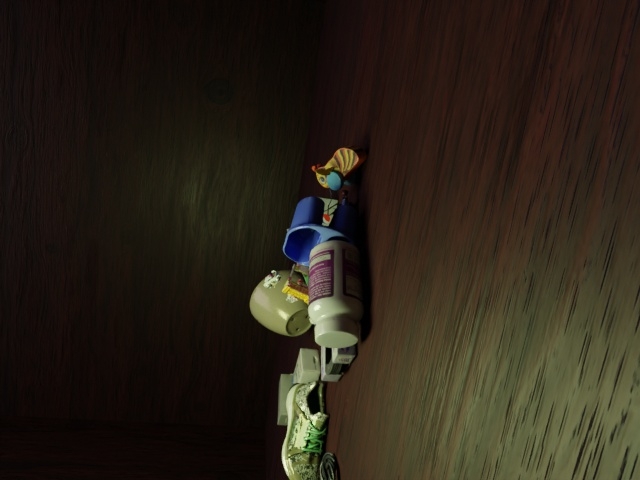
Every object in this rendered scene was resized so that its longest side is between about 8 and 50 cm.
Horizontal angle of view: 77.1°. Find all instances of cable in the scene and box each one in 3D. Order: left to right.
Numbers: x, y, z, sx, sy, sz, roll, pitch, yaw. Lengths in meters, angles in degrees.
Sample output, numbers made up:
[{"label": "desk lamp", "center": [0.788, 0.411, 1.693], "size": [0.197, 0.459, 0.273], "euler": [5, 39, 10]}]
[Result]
[{"label": "cable", "center": [0.030, 0.773, 1.277], "size": [0.184, 0.047, 0.150], "euler": [166, 116, -83]}]

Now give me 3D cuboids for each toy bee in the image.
[{"label": "toy bee", "center": [0.039, -0.249, 1.485], "size": [0.298, 0.162, 0.195], "euler": [-50, -18, 25]}]

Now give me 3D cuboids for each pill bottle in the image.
[{"label": "pill bottle", "center": [0.047, 0.163, 1.226], "size": [0.169, 0.170, 0.301], "euler": [110, 165, -52]}]

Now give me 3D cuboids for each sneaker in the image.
[{"label": "sneaker", "center": [-0.039, 0.701, 1.480], "size": [0.182, 0.158, 0.410], "euler": [-51, 34, 39]}]

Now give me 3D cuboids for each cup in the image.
[{"label": "cup", "center": [-0.160, 0.348, 2.040], "size": [0.237, 0.331, 0.330], "euler": [40, 126, 48]}]

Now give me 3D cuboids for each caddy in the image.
[{"label": "caddy", "center": [0.000, 0.000, 1.413], "size": [0.341, 0.242, 0.179], "euler": [114, 169, -64]}]

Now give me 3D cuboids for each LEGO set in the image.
[{"label": "LEGO set", "center": [-0.046, 0.173, 1.357], "size": [0.132, 0.287, 0.107], "euler": [-20, 40, 38]}]

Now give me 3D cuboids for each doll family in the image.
[{"label": "doll family", "center": [0.090, -0.108, 1.493], "size": [0.193, 0.076, 0.111], "euler": [126, 154, -61]}]

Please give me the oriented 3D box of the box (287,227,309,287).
[{"label": "box", "center": [-0.074, 0.105, 1.909], "size": [0.232, 0.059, 0.321], "euler": [-121, 9, -74]}]

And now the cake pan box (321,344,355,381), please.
[{"label": "cake pan box", "center": [0.056, 0.322, 1.369], "size": [0.245, 0.070, 0.266], "euler": [106, 168, -52]}]

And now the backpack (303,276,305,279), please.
[{"label": "backpack", "center": [-0.144, 0.290, 2.344], "size": [0.173, 0.159, 0.116], "euler": [-73, -20, -52]}]

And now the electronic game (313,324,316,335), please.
[{"label": "electronic game", "center": [0.008, 0.317, 1.711], "size": [0.229, 0.048, 0.229], "euler": [-174, 90, -82]}]

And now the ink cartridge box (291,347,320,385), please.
[{"label": "ink cartridge box", "center": [-0.067, 0.608, 1.800], "size": [0.148, 0.086, 0.203], "euler": [-105, 26, -64]}]

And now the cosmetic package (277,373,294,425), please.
[{"label": "cosmetic package", "center": [-0.151, 0.813, 2.058], "size": [0.237, 0.127, 0.107], "euler": [-94, 15, -56]}]

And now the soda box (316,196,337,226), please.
[{"label": "soda box", "center": [0.010, -0.056, 1.849], "size": [0.098, 0.091, 0.285], "euler": [-128, 46, -79]}]
